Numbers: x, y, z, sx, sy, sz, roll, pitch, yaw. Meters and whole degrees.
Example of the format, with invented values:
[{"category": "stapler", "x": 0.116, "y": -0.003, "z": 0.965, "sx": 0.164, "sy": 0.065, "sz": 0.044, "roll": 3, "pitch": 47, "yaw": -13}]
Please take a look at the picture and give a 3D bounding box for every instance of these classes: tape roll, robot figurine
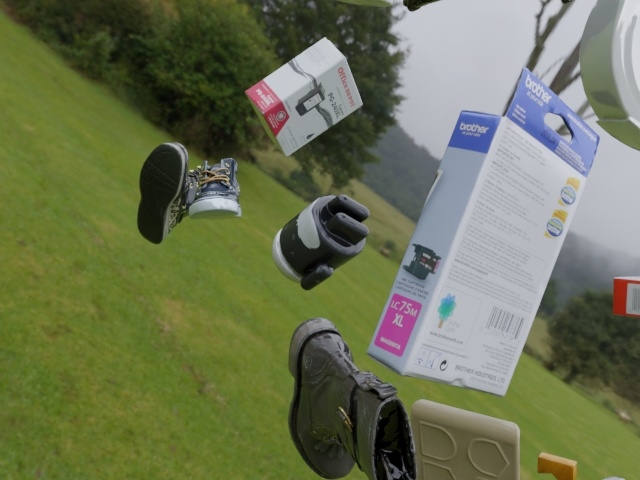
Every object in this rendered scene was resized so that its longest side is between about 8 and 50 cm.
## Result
[{"category": "tape roll", "x": 0.493, "y": -0.245, "z": 0.947, "sx": 0.286, "sy": 0.286, "sz": 0.100, "roll": 30, "pitch": 6, "yaw": -8}, {"category": "robot figurine", "x": 0.002, "y": -0.001, "z": 1.807, "sx": 0.173, "sy": 0.278, "sz": 0.209, "roll": 55, "pitch": 40, "yaw": 2}]

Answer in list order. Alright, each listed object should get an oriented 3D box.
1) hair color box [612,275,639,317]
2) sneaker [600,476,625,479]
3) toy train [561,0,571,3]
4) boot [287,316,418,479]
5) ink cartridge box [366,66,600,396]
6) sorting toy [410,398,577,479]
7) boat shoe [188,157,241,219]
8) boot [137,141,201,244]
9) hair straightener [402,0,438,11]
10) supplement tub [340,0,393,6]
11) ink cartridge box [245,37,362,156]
[{"category": "hair color box", "x": 0.473, "y": 0.075, "z": 0.975, "sx": 0.167, "sy": 0.053, "sz": 0.093, "roll": 2, "pitch": 1, "yaw": -44}, {"category": "sneaker", "x": 0.356, "y": 0.450, "z": 0.988, "sx": 0.125, "sy": 0.321, "sz": 0.180, "roll": -13, "pitch": 57, "yaw": -25}, {"category": "toy train", "x": 0.694, "y": -0.715, "z": 2.011, "sx": 0.027, "sy": 0.158, "sz": 0.036, "roll": 31, "pitch": -23, "yaw": -19}, {"category": "boot", "x": 0.038, "y": 0.233, "z": 0.848, "sx": 0.091, "sy": 0.262, "sz": 0.229, "roll": -18, "pitch": 28, "yaw": -18}, {"category": "ink cartridge box", "x": 0.177, "y": -0.001, "z": 0.753, "sx": 0.186, "sy": 0.311, "sz": 0.065, "roll": 22, "pitch": 1, "yaw": -43}, {"category": "sorting toy", "x": 0.309, "y": 0.424, "z": 1.322, "sx": 0.307, "sy": 0.228, "sz": 0.041, "roll": 8, "pitch": 18, "yaw": 35}, {"category": "boat shoe", "x": -0.143, "y": -0.072, "z": 0.982, "sx": 0.065, "sy": 0.083, "sz": 0.183, "roll": -6, "pitch": 1, "yaw": -2}, {"category": "boot", "x": -0.272, "y": -0.120, "z": 1.439, "sx": 0.085, "sy": 0.236, "sz": 0.178, "roll": 33, "pitch": 40, "yaw": 12}, {"category": "hair straightener", "x": 0.146, "y": -0.327, "z": 0.858, "sx": 0.047, "sy": 0.088, "sz": 0.230, "roll": -7, "pitch": 10, "yaw": -13}, {"category": "supplement tub", "x": 0.095, "y": -0.654, "z": 1.551, "sx": 0.191, "sy": 0.272, "sz": 0.191, "roll": 9, "pitch": 11, "yaw": -2}, {"category": "ink cartridge box", "x": -0.022, "y": -0.216, "z": 1.103, "sx": 0.063, "sy": 0.151, "sz": 0.109, "roll": 52, "pitch": -5, "yaw": 36}]
